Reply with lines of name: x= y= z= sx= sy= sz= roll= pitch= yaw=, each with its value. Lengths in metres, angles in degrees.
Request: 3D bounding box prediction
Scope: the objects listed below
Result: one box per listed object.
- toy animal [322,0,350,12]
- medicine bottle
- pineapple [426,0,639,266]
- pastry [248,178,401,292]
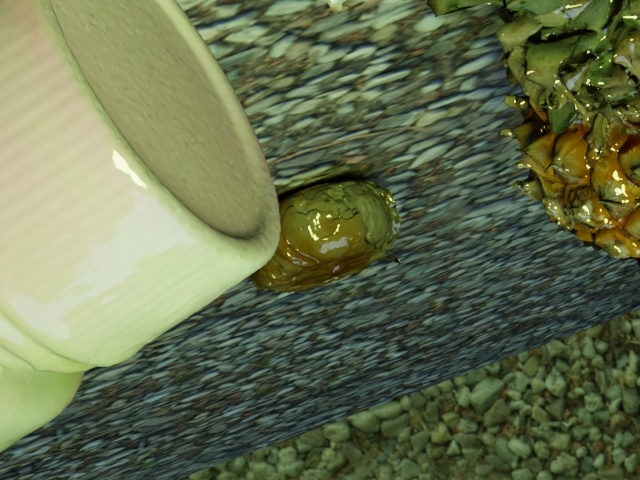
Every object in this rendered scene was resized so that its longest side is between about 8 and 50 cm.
toy animal: x=-0.017 y=-0.172 z=1.070 sx=0.124 sy=0.071 sz=0.085 roll=-9 pitch=161 yaw=-44
medicine bottle: x=-0.229 y=0.021 z=0.883 sx=0.388 sy=0.219 sz=0.219 roll=-32 pitch=164 yaw=17
pineapple: x=0.202 y=-0.146 z=1.314 sx=0.262 sy=0.262 sz=0.271 roll=-27 pitch=142 yaw=18
pastry: x=-0.003 y=-0.004 z=1.708 sx=0.153 sy=0.081 sz=0.153 roll=-13 pitch=171 yaw=-2
